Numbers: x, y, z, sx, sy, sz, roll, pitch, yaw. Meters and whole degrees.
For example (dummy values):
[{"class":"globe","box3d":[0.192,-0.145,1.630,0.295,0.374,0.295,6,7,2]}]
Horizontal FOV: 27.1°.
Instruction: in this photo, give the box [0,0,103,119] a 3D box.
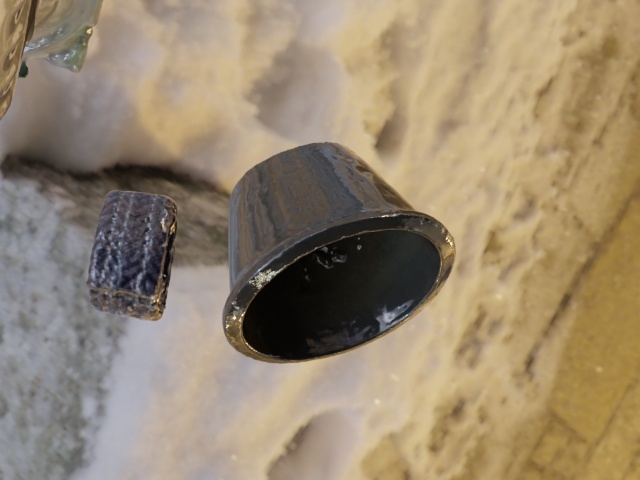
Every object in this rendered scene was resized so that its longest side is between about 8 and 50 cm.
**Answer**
[{"class":"box","box3d":[-0.204,-0.129,0.517,0.264,0.106,0.337,6,153,-15]}]

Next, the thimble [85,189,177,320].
[{"class":"thimble","box3d":[-0.156,0.014,1.117,0.095,0.066,0.104,99,-2,-55]}]

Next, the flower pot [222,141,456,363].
[{"class":"flower pot","box3d":[0.000,0.000,1.465,0.268,0.166,0.269,-15,147,-10]}]
